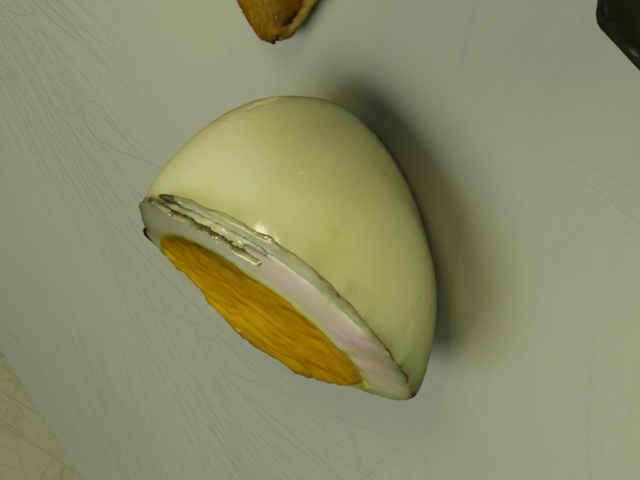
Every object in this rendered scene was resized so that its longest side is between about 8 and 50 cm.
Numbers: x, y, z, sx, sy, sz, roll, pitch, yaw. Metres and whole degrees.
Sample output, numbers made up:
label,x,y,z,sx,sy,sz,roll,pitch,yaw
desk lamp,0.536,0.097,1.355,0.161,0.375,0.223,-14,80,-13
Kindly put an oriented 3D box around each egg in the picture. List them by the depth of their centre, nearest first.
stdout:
label,x,y,z,sx,sy,sz,roll,pitch,yaw
egg,0.002,0.000,1.058,0.264,0.174,0.286,16,153,51

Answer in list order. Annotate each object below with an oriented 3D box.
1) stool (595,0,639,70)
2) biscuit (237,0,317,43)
label,x,y,z,sx,sy,sz,roll,pitch,yaw
stool,0.242,-0.143,0.581,0.232,0.141,0.232,37,142,36
biscuit,-0.024,-0.250,1.009,0.118,0.029,0.247,62,151,12
